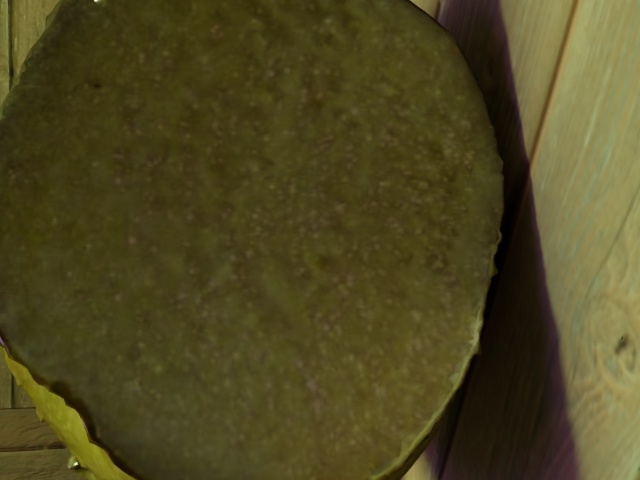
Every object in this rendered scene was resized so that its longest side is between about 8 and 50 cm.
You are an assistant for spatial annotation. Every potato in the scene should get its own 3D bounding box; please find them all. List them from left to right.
[{"bbox_3d":[-0.068,0.026,0.844,0.319,0.385,0.442,99,177,-68],"label":"potato"}]
